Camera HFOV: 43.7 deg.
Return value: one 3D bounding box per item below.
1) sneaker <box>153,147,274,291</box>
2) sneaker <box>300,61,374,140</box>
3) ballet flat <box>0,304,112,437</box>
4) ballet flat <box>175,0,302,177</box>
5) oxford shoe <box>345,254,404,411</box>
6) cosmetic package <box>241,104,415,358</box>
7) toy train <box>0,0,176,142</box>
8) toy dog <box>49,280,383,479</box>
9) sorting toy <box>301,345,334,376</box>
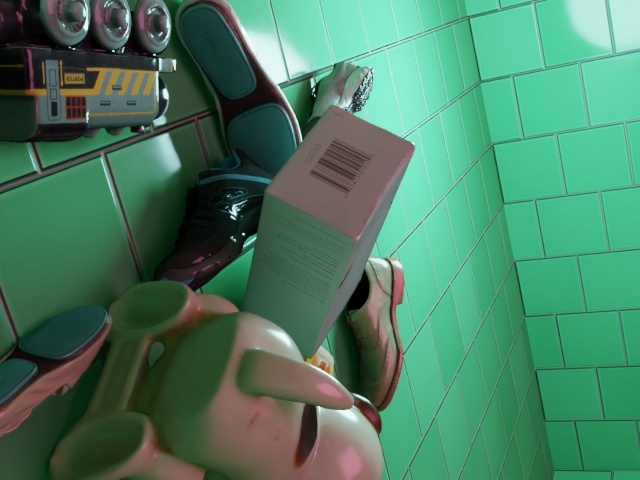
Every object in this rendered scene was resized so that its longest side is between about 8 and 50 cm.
[{"bbox_3d":[-0.177,-0.028,1.264,0.139,0.125,0.341,49,36,-7],"label":"sneaker"},{"bbox_3d":[0.017,-0.286,1.719,0.271,0.108,0.100,-56,160,-33],"label":"sneaker"},{"bbox_3d":[-0.332,0.159,0.925,0.248,0.086,0.086,-41,121,-57],"label":"ballet flat"},{"bbox_3d":[-0.126,-0.253,1.392,0.400,0.139,0.139,65,31,-30],"label":"ballet flat"},{"bbox_3d":[0.102,0.203,1.775,0.130,0.123,0.348,11,73,-35],"label":"oxford shoe"},{"bbox_3d":[0.000,0.000,1.286,0.217,0.156,0.385,-56,169,-32],"label":"cosmetic package"},{"bbox_3d":[-0.304,-0.224,1.012,0.334,0.142,0.190,-24,118,-66],"label":"toy train"},{"bbox_3d":[-0.074,0.246,1.079,0.408,0.395,0.284,45,36,-39],"label":"toy dog"},{"bbox_3d":[-0.021,0.285,1.516,0.193,0.038,0.208,51,43,-57],"label":"sorting toy"}]
